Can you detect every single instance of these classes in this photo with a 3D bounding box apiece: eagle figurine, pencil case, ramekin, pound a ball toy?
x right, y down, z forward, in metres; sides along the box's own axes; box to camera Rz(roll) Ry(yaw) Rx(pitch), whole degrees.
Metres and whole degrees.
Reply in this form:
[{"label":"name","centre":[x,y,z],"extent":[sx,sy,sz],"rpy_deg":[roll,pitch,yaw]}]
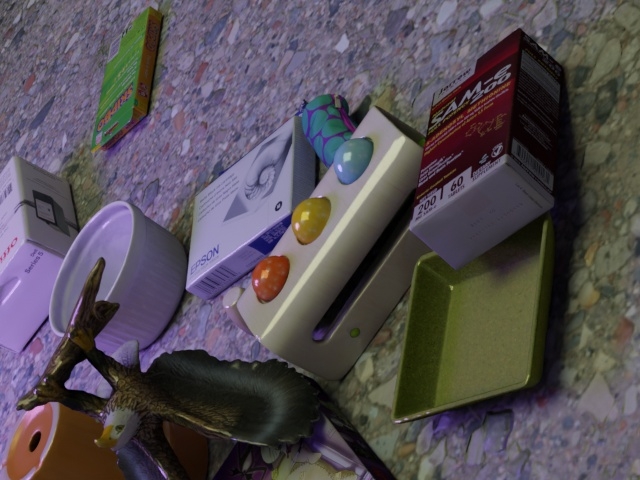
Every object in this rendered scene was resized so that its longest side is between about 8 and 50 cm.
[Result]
[{"label":"eagle figurine","centre":[-0.171,0.202,1.611],"extent":[0.225,0.298,0.226],"rpy_deg":[-54,-9,-42]},{"label":"pencil case","centre":[0.024,-0.124,1.802],"extent":[0.151,0.064,0.070],"rpy_deg":[-122,45,-57]},{"label":"ramekin","centre":[-0.273,0.059,2.061],"extent":[0.207,0.109,0.207],"rpy_deg":[-37,38,36]},{"label":"pound a ball toy","centre":[0.000,0.000,1.663],"extent":[0.319,0.136,0.208],"rpy_deg":[-54,30,11]}]

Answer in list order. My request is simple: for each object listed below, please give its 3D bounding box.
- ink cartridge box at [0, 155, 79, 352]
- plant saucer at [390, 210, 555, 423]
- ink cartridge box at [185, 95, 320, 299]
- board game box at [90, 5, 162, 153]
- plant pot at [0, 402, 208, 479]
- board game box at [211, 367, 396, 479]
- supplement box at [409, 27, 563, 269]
[{"label":"ink cartridge box","centre":[-0.494,0.020,2.429],"extent":[0.198,0.115,0.273],"rpy_deg":[-51,31,18]},{"label":"plant saucer","centre":[0.157,0.082,1.439],"extent":[0.188,0.045,0.188],"rpy_deg":[-24,46,46]},{"label":"ink cartridge box","centre":[-0.088,-0.064,1.944],"extent":[0.223,0.045,0.224],"rpy_deg":[-36,37,37]},{"label":"board game box","centre":[-0.324,-0.263,2.491],"extent":[0.124,0.039,0.259],"rpy_deg":[-35,36,39]},{"label":"plant pot","centre":[-0.269,0.272,1.790],"extent":[0.205,0.188,0.205],"rpy_deg":[-37,37,35]},{"label":"board game box","centre":[-0.016,0.293,1.528],"extent":[0.208,0.056,0.347],"rpy_deg":[-61,29,9]},{"label":"supplement box","centre":[0.169,-0.095,1.493],"extent":[0.130,0.073,0.239],"rpy_deg":[-36,24,33]}]
